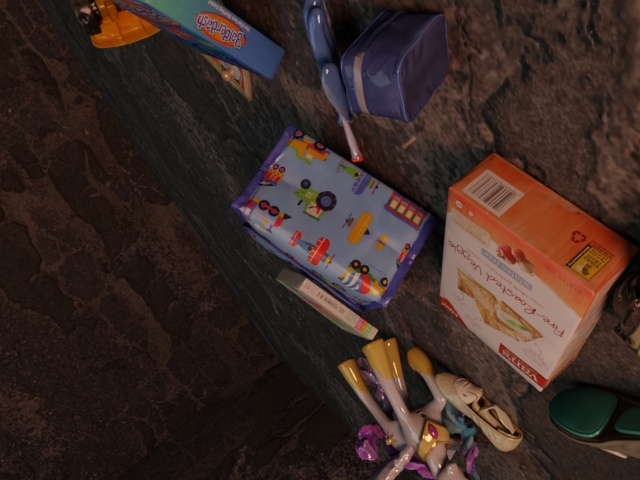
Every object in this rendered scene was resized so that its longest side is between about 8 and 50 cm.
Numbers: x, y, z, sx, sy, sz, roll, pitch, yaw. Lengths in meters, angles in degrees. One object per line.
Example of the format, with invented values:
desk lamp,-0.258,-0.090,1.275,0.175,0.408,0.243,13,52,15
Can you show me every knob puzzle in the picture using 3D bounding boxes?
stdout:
knob puzzle,-0.175,-0.323,0.894,0.213,0.030,0.213,46,163,19

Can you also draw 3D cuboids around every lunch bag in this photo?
lunch bag,0.064,-0.154,0.498,0.065,0.098,0.067,19,146,31
lunch bag,0.000,0.000,0.829,0.221,0.138,0.293,33,164,1

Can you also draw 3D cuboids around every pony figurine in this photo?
pony figurine,0.168,0.379,1.125,0.363,0.303,0.351,64,158,15

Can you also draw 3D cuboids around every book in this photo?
book,0.010,0.093,0.868,0.144,0.035,0.096,37,171,-22

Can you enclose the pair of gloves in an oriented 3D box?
pair of gloves,0.011,-0.168,0.566,0.198,0.023,0.159,-90,-16,-56

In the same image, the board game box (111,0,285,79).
board game box,-0.168,-0.278,0.716,0.160,0.047,0.210,30,-172,34

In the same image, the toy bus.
toy bus,-0.348,-0.458,0.917,0.220,0.150,0.211,87,157,-60

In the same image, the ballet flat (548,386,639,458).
ballet flat,0.321,0.201,0.602,0.068,0.072,0.213,48,163,-2

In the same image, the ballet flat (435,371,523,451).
ballet flat,0.266,0.274,0.965,0.168,0.057,0.052,44,135,14

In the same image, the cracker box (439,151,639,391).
cracker box,0.201,0.042,0.590,0.156,0.067,0.232,43,162,30

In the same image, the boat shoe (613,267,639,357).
boat shoe,0.260,0.049,0.464,0.049,0.056,0.152,32,155,38
